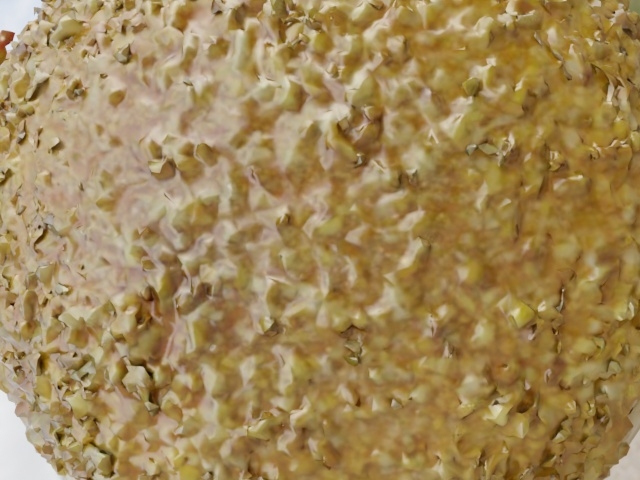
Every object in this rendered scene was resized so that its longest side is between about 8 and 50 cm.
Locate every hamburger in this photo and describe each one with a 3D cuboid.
[{"bbox_3d":[0.000,0.000,0.486,0.294,0.276,0.179,-18,-4,13],"label":"hamburger"}]
